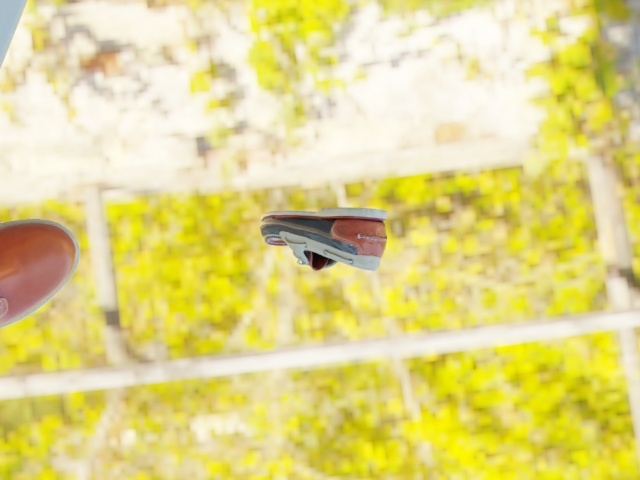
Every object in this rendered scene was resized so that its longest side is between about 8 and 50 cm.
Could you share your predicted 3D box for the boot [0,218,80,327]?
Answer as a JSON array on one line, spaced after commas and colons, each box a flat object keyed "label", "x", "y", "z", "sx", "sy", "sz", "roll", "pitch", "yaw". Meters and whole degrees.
[{"label": "boot", "x": -0.202, "y": 0.030, "z": 1.086, "sx": 0.158, "sy": 0.059, "sz": 0.084, "roll": -24, "pitch": -173, "yaw": -25}]

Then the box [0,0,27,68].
[{"label": "box", "x": -0.155, "y": -0.102, "z": 0.628, "sx": 0.094, "sy": 0.113, "sz": 0.275, "roll": 5, "pitch": 128, "yaw": -32}]

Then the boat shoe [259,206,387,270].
[{"label": "boat shoe", "x": 0.000, "y": 0.000, "z": 1.326, "sx": 0.049, "sy": 0.043, "sz": 0.137, "roll": 3, "pitch": 177, "yaw": -35}]
